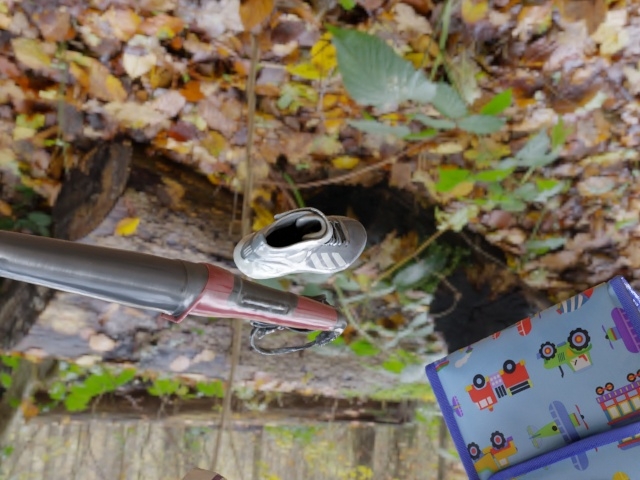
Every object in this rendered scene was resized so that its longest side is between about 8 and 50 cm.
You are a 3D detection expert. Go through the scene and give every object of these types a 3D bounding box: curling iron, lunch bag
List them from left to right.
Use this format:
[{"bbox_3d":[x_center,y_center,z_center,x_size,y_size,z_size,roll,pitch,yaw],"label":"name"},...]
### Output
[{"bbox_3d":[-0.078,0.033,0.437,0.068,0.035,0.274,-24,155,30],"label":"curling iron"},{"bbox_3d":[0.259,0.220,0.749,0.221,0.293,0.138,-31,144,25],"label":"lunch bag"}]

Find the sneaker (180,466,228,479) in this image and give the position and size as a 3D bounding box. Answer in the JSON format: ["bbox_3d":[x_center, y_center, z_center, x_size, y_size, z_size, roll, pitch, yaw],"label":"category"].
[{"bbox_3d":[-0.054,0.280,0.464,0.161,0.282,0.102,12,139,1],"label":"sneaker"}]

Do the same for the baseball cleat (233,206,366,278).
[{"bbox_3d":[0.000,0.000,0.923,0.206,0.072,0.109,-16,167,-43],"label":"baseball cleat"}]
